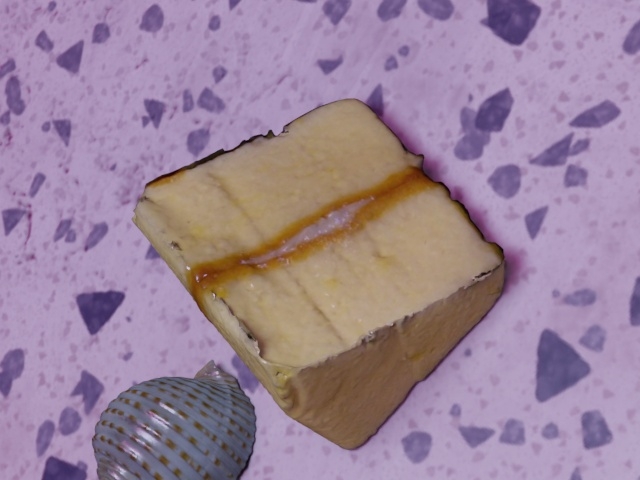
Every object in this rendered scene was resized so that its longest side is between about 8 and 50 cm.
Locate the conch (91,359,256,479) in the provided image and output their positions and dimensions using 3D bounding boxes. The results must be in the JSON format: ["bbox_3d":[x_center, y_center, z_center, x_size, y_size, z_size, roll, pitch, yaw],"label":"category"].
[{"bbox_3d":[-0.141,0.186,1.586,0.135,0.102,0.153,44,99,19],"label":"conch"}]

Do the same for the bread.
[{"bbox_3d":[0.000,0.000,1.508,0.236,0.198,0.263,-43,59,4],"label":"bread"}]
